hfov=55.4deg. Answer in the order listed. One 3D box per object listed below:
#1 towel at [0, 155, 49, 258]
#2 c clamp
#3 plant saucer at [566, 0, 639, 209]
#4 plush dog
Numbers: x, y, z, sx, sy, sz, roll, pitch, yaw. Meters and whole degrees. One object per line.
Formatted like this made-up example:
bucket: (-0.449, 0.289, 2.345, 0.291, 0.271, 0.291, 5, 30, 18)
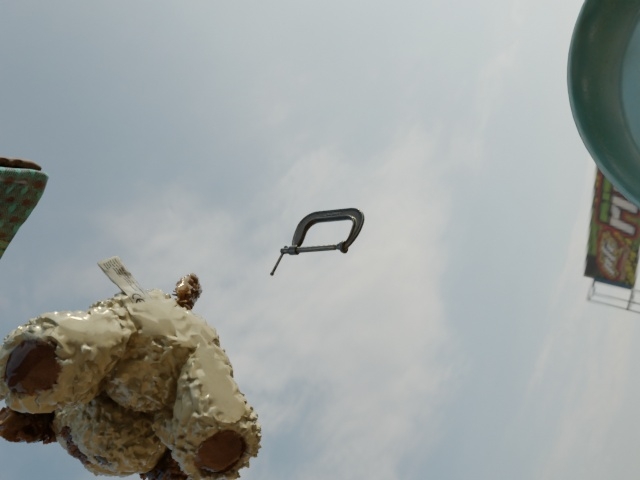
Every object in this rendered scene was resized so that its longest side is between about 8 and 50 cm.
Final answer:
towel: (-0.326, 0.104, 0.345, 0.370, 0.040, 0.271, -54, -5, 9)
c clamp: (0.000, 0.000, 1.050, 0.022, 0.161, 0.137, 53, -140, -38)
plant saucer: (0.311, -0.118, 0.344, 0.044, 0.318, 0.317, 35, -105, -50)
plush dog: (-0.207, 0.166, 0.660, 0.263, 0.210, 0.225, 28, -62, -15)
